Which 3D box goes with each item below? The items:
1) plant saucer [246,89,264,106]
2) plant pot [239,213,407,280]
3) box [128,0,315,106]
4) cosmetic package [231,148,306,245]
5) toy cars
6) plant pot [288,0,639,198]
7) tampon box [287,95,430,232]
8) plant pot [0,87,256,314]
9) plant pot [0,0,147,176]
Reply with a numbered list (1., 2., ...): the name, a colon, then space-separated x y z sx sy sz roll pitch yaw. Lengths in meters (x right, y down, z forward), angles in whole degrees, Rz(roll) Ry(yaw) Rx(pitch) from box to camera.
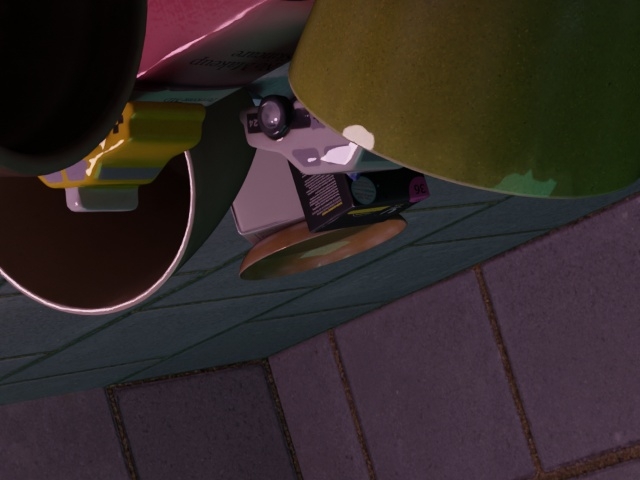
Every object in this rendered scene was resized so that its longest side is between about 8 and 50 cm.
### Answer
1. plant saucer: -0.118 -0.148 1.984 0.119 0.021 0.119 -16 169 -3
2. plant pot: 0.000 0.000 2.312 0.236 0.032 0.236 -17 169 -3
3. box: -0.077 -0.210 1.425 0.232 0.127 0.148 -25 167 37
4. cosmetic package: -0.027 -0.058 2.365 0.160 0.113 0.309 -18 169 3
5. toy cars: -0.077 -0.073 1.416 0.393 0.087 0.176 -4 180 3
6. plant pot: 0.143 -0.222 1.228 0.275 0.275 0.293 -8 124 -39
7. tampon box: 0.037 -0.105 2.075 0.120 0.161 0.101 -10 168 -36
8. plant pot: -0.172 -0.089 1.693 0.256 0.256 0.274 -22 -176 28
9. plant pot: -0.274 -0.168 1.115 0.229 0.263 0.263 -1 178 28
